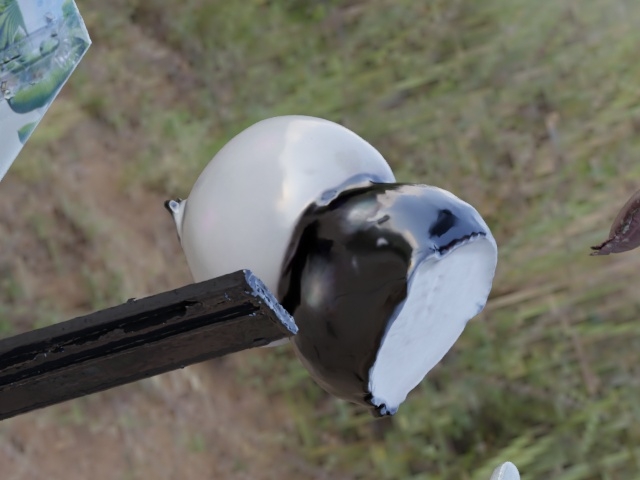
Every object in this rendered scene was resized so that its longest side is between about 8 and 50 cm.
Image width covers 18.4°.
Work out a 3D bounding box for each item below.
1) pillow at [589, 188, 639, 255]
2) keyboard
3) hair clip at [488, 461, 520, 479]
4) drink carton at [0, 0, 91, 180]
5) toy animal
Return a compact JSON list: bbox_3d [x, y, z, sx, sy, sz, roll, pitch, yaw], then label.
[{"bbox_3d":[0.285,-0.043,1.491,0.043,0.185,0.118,56,-32,10],"label":"pillow"},{"bbox_3d":[-0.140,0.066,1.053,0.087,0.250,0.017,51,24,-61],"label":"keyboard"},{"bbox_3d":[0.090,0.311,1.617,0.113,0.282,0.172,49,22,10],"label":"hair clip"},{"bbox_3d":[-0.318,-0.109,1.454,0.325,0.132,0.194,-61,152,-31],"label":"drink carton"},{"bbox_3d":[0.004,0.006,1.525,0.235,0.187,0.165,30,-24,30],"label":"toy animal"}]
